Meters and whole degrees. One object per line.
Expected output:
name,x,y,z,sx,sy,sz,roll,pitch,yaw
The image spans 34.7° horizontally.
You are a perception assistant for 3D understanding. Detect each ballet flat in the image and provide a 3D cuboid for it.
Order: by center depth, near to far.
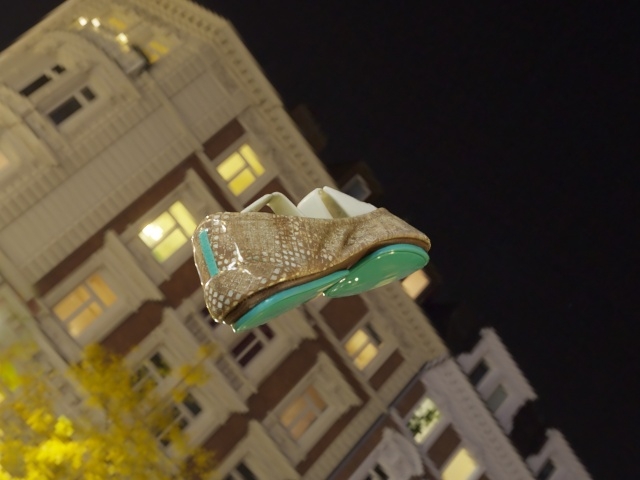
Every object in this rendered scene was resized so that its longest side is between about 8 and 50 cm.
ballet flat,0.000,0.000,0.587,0.073,0.206,0.067,-36,-103,25
